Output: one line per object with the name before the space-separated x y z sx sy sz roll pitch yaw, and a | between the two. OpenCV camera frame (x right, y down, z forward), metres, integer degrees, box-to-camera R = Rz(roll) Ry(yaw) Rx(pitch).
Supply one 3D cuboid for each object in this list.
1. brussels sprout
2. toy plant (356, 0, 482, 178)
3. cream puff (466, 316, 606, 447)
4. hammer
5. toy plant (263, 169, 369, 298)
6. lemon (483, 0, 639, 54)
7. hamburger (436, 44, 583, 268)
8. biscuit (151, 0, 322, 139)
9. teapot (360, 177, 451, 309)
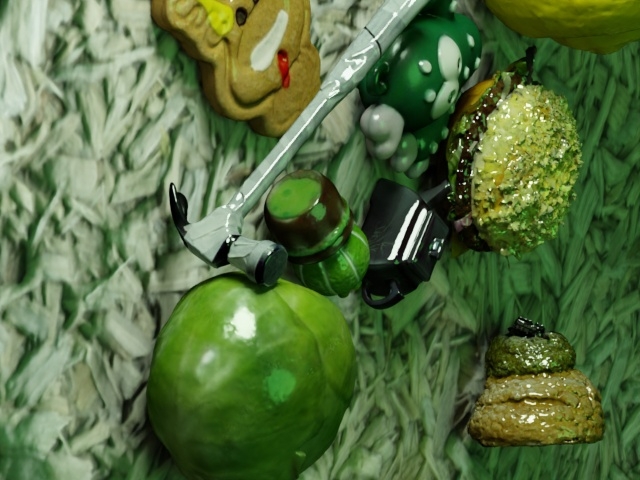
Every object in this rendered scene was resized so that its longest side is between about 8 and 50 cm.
brussels sprout | -0.073 0.148 1.816 0.244 0.244 0.244 -17 112 -51
toy plant | 0.109 -0.196 2.054 0.243 0.113 0.232 25 79 -65
cream puff | 0.281 0.185 2.353 0.183 0.183 0.169 7 80 -54
hammer | 0.007 -0.134 1.850 0.427 0.152 0.044 -50 149 -22
toy plant | 0.000 0.000 1.973 0.092 0.093 0.162 -60 143 -26
lemon | 0.321 -0.393 2.124 0.348 0.348 0.348 -17 112 -51
hamburger | 0.242 -0.100 2.232 0.243 0.139 0.261 -48 137 -40
biscuit | -0.072 -0.221 1.861 0.186 0.044 0.295 -61 140 -21
teapot | 0.104 0.003 2.110 0.087 0.096 0.177 47 61 -48
